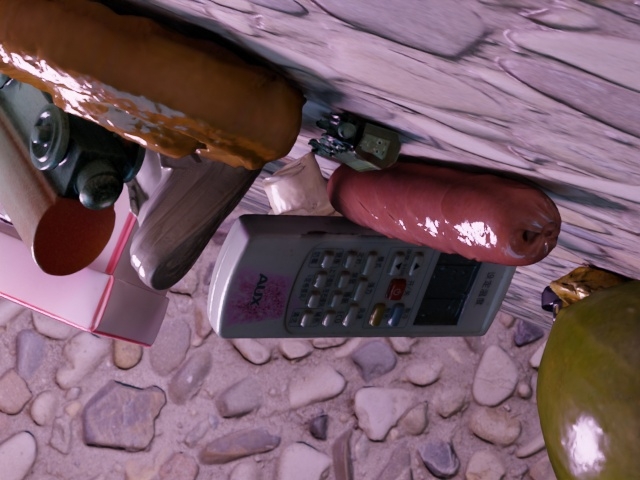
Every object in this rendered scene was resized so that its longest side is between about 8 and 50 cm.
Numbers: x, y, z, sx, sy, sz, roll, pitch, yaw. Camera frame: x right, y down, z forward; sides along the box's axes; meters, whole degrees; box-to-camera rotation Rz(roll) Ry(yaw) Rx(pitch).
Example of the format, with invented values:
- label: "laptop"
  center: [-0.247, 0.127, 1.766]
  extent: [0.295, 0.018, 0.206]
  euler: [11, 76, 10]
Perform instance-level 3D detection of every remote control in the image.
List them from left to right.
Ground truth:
- label: "remote control"
  center: [0.048, 0.040, 1.908]
  extent: [0.344, 0.145, 0.050]
  euler: [0, -143, -26]

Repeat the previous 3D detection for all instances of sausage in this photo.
- label: "sausage"
  center: [0.101, -0.034, 1.701]
  extent: [0.087, 0.088, 0.433]
  euler: [23, 176, -24]

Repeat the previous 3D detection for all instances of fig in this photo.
- label: "fig"
  center: [0.360, 0.169, 1.834]
  extent: [0.316, 0.316, 0.316]
  euler: [21, 177, 1]

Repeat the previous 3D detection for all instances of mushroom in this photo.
- label: "mushroom"
  center: [0.000, 0.000, 2.054]
  extent: [0.246, 0.202, 0.246]
  euler: [-20, -167, 5]

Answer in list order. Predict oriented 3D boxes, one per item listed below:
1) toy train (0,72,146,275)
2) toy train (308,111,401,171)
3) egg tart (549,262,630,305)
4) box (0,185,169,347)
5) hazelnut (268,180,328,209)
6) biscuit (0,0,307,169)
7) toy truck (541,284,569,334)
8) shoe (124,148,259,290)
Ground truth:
- label: "toy train"
  center: [-0.274, -0.093, 1.752]
  extent: [0.116, 0.177, 0.285]
  euler: [6, -150, -37]
- label: "toy train"
  center: [0.029, -0.089, 1.635]
  extent: [0.071, 0.038, 0.148]
  euler: [22, 178, -8]
- label: "egg tart"
  center: [0.336, 0.064, 2.106]
  extent: [0.130, 0.052, 0.130]
  euler: [22, 179, 1]
- label: "box"
  center: [-0.344, -0.055, 2.370]
  extent: [0.314, 0.300, 0.312]
  euler: [22, 177, 11]
- label: "hazelnut"
  center: [-0.026, -0.055, 2.346]
  extent: [0.086, 0.086, 0.086]
  euler: [21, 177, 1]
- label: "biscuit"
  center: [-0.158, -0.137, 1.543]
  extent: [0.296, 0.102, 0.296]
  euler: [19, 178, 1]
- label: "toy truck"
  center: [0.395, 0.138, 2.408]
  extent: [0.165, 0.147, 0.224]
  euler: [-6, 163, 22]
- label: "shoe"
  center: [-0.150, -0.075, 1.784]
  extent: [0.159, 0.124, 0.316]
  euler: [36, -153, 1]
